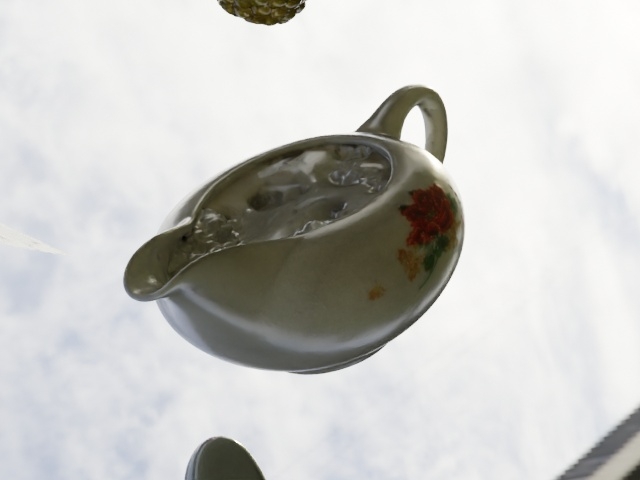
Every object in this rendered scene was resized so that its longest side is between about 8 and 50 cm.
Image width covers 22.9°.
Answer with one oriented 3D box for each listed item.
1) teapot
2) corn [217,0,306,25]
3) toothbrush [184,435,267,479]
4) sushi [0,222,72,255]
[{"bbox_3d":[0.000,0.000,0.727,0.226,0.145,0.092,-44,-50,-44],"label":"teapot"},{"bbox_3d":[-0.011,-0.247,0.943,0.091,0.260,0.091,20,-139,4],"label":"corn"},{"bbox_3d":[0.016,0.155,0.246,0.019,0.025,0.275,-2,-125,-27],"label":"toothbrush"},{"bbox_3d":[-0.414,-0.091,1.419,0.068,0.339,0.320,-67,-16,2],"label":"sushi"}]
